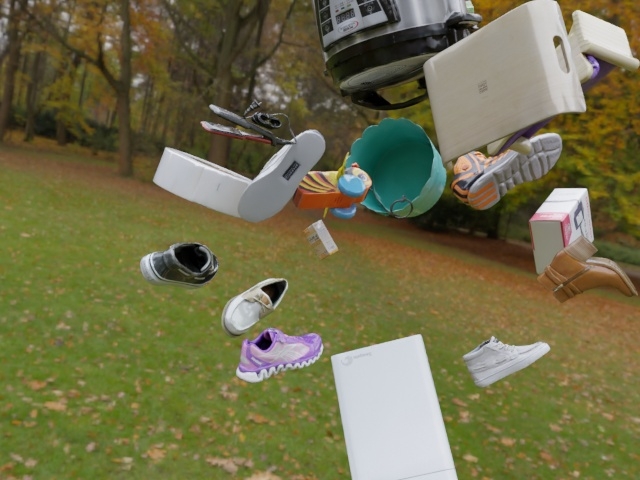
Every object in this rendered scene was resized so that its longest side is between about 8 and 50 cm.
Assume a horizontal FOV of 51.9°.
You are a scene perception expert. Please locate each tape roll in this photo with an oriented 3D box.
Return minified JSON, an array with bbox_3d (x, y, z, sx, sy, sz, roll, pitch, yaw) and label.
[{"bbox_3d":[-0.305,-0.156,1.788,0.286,0.100,0.286,23,5,-2],"label":"tape roll"}]

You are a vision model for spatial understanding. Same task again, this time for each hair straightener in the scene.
[{"bbox_3d":[-0.137,-0.249,1.396,0.230,0.089,0.047,11,29,-38],"label":"hair straightener"}]

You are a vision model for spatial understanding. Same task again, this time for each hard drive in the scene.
[{"bbox_3d":[0.167,0.417,1.549,0.232,0.353,0.047,-15,-30,8],"label":"hard drive"}]

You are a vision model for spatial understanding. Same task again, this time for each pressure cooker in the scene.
[{"bbox_3d":[0.174,-0.531,1.578,0.375,0.421,0.370,-12,4,-2],"label":"pressure cooker"}]

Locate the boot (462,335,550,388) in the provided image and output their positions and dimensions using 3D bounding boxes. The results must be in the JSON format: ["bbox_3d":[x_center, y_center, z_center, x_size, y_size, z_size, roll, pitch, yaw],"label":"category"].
[{"bbox_3d":[0.579,0.353,2.066,0.258,0.123,0.095,-29,-9,5],"label":"boot"}]

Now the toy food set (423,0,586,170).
[{"bbox_3d":[0.336,-0.286,1.255,0.092,0.220,0.306,3,-17,-42],"label":"toy food set"}]

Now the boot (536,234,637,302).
[{"bbox_3d":[0.629,0.100,1.555,0.197,0.152,0.073,43,21,5],"label":"boot"}]

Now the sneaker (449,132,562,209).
[{"bbox_3d":[0.491,-0.219,1.804,0.321,0.125,0.180,-29,33,-10],"label":"sneaker"}]

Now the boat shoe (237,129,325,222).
[{"bbox_3d":[-0.092,-0.155,1.539,0.096,0.268,0.088,36,13,-12],"label":"boat shoe"}]

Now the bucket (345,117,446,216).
[{"bbox_3d":[0.226,-0.200,1.918,0.281,0.281,0.183,14,-3,27],"label":"bucket"}]

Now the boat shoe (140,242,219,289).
[{"bbox_3d":[-0.345,0.067,1.778,0.119,0.121,0.335,-20,-3,18],"label":"boat shoe"}]

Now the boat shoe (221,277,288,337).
[{"bbox_3d":[-0.208,0.200,2.111,0.103,0.113,0.302,-27,12,34],"label":"boat shoe"}]

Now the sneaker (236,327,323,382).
[{"bbox_3d":[-0.095,0.255,1.571,0.236,0.105,0.095,-13,17,-35],"label":"sneaker"}]

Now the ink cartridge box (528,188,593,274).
[{"bbox_3d":[0.694,-0.029,1.884,0.100,0.172,0.237,1,26,38],"label":"ink cartridge box"}]

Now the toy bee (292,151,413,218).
[{"bbox_3d":[0.063,-0.131,1.690,0.298,0.195,0.162,23,34,-33],"label":"toy bee"}]

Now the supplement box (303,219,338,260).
[{"bbox_3d":[0.000,0.000,1.831,0.036,0.099,0.062,-29,-3,-33],"label":"supplement box"}]

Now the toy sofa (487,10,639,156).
[{"bbox_3d":[0.536,-0.330,1.519,0.150,0.177,0.362,12,-31,-23],"label":"toy sofa"}]

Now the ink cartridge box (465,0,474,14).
[{"bbox_3d":[0.458,-0.624,2.078,0.056,0.235,0.171,-4,25,11],"label":"ink cartridge box"}]
